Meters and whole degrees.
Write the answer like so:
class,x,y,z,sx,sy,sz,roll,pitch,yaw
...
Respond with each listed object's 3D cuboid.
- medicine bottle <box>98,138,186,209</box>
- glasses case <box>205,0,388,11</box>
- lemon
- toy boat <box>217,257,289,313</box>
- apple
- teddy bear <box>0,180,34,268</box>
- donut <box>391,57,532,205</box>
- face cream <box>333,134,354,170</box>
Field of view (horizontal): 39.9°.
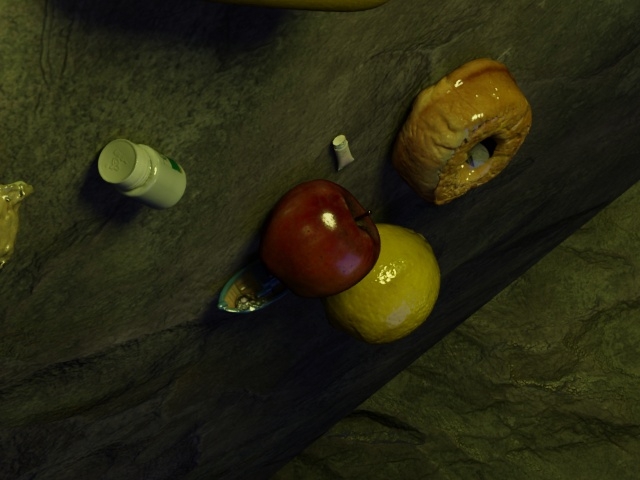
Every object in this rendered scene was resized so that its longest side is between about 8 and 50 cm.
class,x,y,z,sx,sy,sz,roll,pitch,yaw
medicine bottle,-0.259,-0.097,1.279,0.080,0.080,0.130,-40,157,8
glasses case,-0.049,-0.340,0.945,0.371,0.141,0.173,-5,136,-32
lemon,0.130,0.096,1.974,0.293,0.293,0.293,-30,157,-15
toy boat,-0.115,0.084,1.807,0.223,0.100,0.097,-32,166,-16
apple,0.002,0.001,1.673,0.234,0.234,0.234,-30,157,-15
teddy bear,-0.465,-0.029,1.025,0.267,0.156,0.256,-43,158,11
donut,0.280,-0.211,1.749,0.299,0.150,0.317,-38,158,11
face cream,0.042,-0.165,1.660,0.038,0.020,0.115,-35,160,-5
